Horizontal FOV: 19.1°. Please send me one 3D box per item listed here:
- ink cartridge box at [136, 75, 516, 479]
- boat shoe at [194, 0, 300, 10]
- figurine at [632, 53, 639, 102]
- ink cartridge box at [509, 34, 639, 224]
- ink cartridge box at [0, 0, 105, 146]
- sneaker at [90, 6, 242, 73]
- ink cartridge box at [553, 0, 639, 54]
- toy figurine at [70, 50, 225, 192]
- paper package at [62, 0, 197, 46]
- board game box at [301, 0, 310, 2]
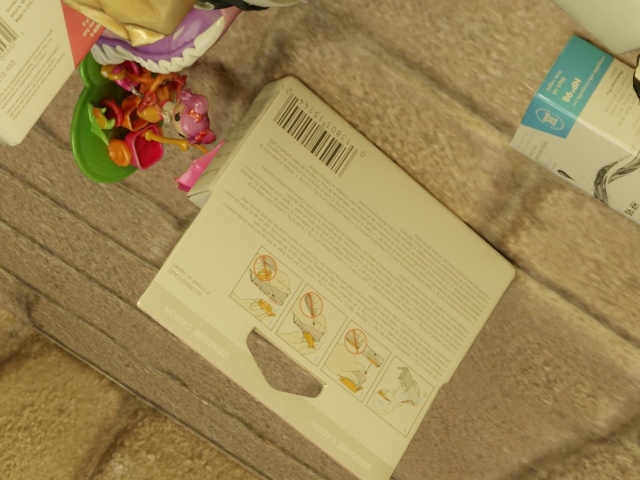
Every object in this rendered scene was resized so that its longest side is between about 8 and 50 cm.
[{"bbox_3d":[0.002,0.042,1.732,0.296,0.261,0.066,40,160,-18],"label":"ink cartridge box"},{"bbox_3d":[-0.129,-0.241,1.173,0.091,0.114,0.302,-5,138,49],"label":"boat shoe"},{"bbox_3d":[0.300,-0.008,1.229,0.215,0.092,0.209,37,149,41],"label":"figurine"},{"bbox_3d":[0.236,-0.063,1.390,0.180,0.060,0.104,32,161,6],"label":"ink cartridge box"},{"bbox_3d":[-0.286,-0.216,1.487,0.100,0.172,0.237,14,154,46],"label":"ink cartridge box"},{"bbox_3d":[-0.155,-0.210,1.639,0.236,0.095,0.104,8,141,55],"label":"sneaker"},{"bbox_3d":[0.153,-0.233,1.109,0.275,0.060,0.239,39,162,-15],"label":"ink cartridge box"},{"bbox_3d":[-0.141,-0.114,1.814,0.159,0.130,0.173,21,133,34],"label":"toy figurine"},{"bbox_3d":[-0.050,-0.304,0.841,0.168,0.325,0.309,32,162,7],"label":"paper package"},{"bbox_3d":[-0.173,-0.325,1.405,0.319,0.066,0.318,18,157,38],"label":"board game box"}]
